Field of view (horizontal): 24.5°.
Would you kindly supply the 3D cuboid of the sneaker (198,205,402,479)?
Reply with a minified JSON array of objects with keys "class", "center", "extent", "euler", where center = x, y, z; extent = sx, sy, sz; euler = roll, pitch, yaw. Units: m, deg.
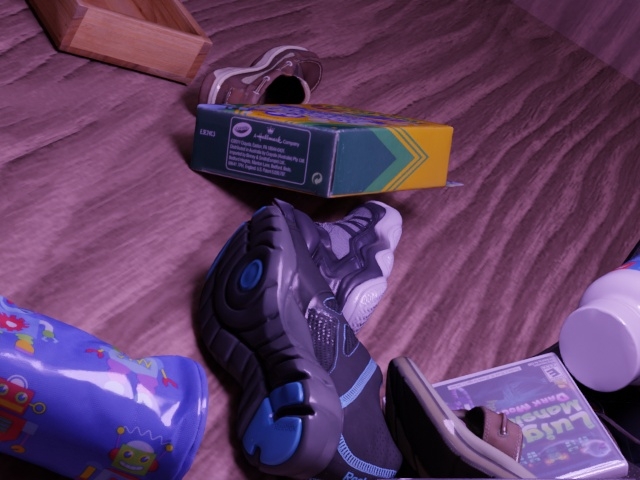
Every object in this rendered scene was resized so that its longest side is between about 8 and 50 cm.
[{"class":"sneaker","center":[-0.022,0.106,1.397],"extent":[0.139,0.125,0.341],"euler":[29,30,-32]}]

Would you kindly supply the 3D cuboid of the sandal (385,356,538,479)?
[{"class":"sandal","center":[0.152,0.209,1.309],"extent":[0.086,0.120,0.303],"euler":[-17,38,-31]}]

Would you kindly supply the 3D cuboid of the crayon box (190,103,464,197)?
[{"class":"crayon box","center":[0.020,-0.115,1.812],"extent":[0.203,0.083,0.323],"euler":[13,11,32]}]

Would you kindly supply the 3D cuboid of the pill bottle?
[{"class":"pill bottle","center":[0.346,0.079,1.553],"extent":[0.124,0.124,0.221],"euler":[41,37,22]}]

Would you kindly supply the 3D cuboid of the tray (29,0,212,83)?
[{"class":"tray","center":[-0.322,-0.367,2.005],"extent":[0.203,0.076,0.411],"euler":[11,30,-39]}]

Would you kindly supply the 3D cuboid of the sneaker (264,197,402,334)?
[{"class":"sneaker","center":[0.000,0.000,1.626],"extent":[0.153,0.101,0.268],"euler":[31,25,-7]}]

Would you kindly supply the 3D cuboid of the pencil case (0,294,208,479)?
[{"class":"pencil case","center":[-0.236,0.097,1.120],"extent":[0.306,0.119,0.133],"euler":[24,22,-18]}]

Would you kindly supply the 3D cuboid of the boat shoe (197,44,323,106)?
[{"class":"boat shoe","center":[-0.054,-0.192,1.946],"extent":[0.095,0.095,0.257],"euler":[19,27,25]}]

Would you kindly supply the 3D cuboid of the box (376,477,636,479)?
[{"class":"box","center":[0.117,0.257,1.100],"extent":[0.231,0.183,0.056],"euler":[4,39,-26]}]

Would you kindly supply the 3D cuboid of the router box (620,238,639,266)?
[{"class":"router box","center":[0.542,0.032,1.971],"extent":[0.243,0.309,0.081],"euler":[19,26,-30]}]

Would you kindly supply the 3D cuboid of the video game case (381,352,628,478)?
[{"class":"video game case","center":[0.176,0.190,1.438],"extent":[0.190,0.022,0.173],"euler":[-13,38,-11]}]

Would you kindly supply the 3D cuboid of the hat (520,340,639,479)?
[{"class":"hat","center":[0.342,0.230,1.555],"extent":[0.331,0.134,0.331],"euler":[11,30,-6]}]
